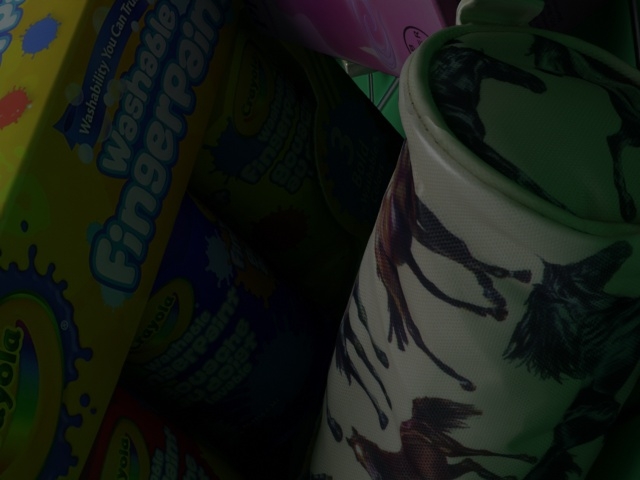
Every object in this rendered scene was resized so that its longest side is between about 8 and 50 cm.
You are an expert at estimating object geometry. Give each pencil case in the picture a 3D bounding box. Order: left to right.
[{"bbox_3d":[0.077,0.070,0.812,0.183,0.160,0.410,56,145,37],"label":"pencil case"}]

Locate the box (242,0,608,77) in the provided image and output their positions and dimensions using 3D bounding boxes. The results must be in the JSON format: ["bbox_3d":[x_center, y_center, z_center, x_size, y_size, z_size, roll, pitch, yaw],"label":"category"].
[{"bbox_3d":[0.022,-0.219,0.845,0.243,0.117,0.213,29,152,52],"label":"box"}]

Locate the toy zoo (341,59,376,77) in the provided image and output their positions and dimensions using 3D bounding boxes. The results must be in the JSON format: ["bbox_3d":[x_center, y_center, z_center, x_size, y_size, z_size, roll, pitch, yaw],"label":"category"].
[{"bbox_3d":[-0.002,-0.313,1.273,0.192,0.030,0.293,-106,3,-59],"label":"toy zoo"}]

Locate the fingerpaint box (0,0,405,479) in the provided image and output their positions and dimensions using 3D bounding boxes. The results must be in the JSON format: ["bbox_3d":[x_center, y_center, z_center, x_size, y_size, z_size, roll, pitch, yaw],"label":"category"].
[{"bbox_3d":[-0.123,0.033,0.977,0.163,0.371,0.444,-5,56,35],"label":"fingerpaint box"}]
